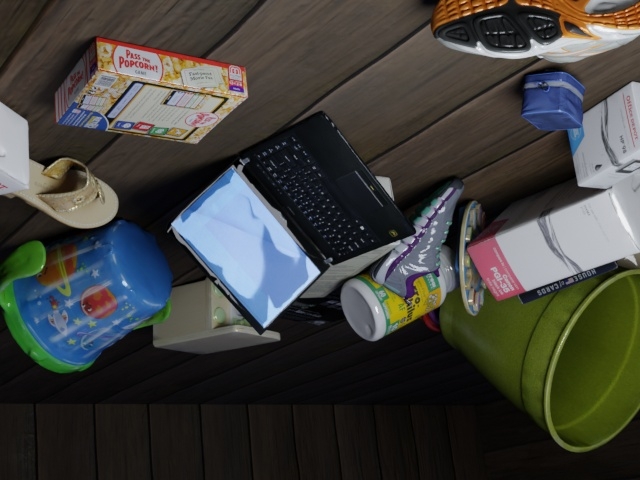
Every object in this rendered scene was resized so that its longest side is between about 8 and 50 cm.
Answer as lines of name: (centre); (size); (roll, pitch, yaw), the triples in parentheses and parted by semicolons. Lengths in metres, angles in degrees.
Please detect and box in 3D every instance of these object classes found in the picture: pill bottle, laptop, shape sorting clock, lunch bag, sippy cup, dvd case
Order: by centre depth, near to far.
lunch bag: (0.312, -0.192, 1.311); (0.067, 0.065, 0.098); (0, 169, 33)
laptop: (-0.043, -0.018, 1.417); (0.264, 0.137, 0.234); (-22, 118, 37)
sippy cup: (-0.384, 0.080, 1.666); (0.224, 0.240, 0.305); (-25, -173, 21)
pill bottle: (0.149, 0.086, 1.735); (0.208, 0.118, 0.117); (-25, 170, -26)
shape sorting clock: (0.277, 0.031, 1.744); (0.040, 0.206, 0.206); (-4, 163, 19)
dvd case: (0.451, 0.022, 1.788); (0.179, 0.030, 0.239); (-25, -164, 23)

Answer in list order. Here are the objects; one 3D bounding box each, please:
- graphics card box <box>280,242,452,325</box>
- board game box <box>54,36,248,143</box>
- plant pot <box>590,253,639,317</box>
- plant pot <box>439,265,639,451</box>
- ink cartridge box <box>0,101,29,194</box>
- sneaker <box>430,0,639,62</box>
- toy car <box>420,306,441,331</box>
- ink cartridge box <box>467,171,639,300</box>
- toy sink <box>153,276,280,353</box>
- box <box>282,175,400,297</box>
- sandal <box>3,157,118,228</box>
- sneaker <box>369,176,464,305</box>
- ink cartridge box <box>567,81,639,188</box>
graphics card box: (0.061, 0.078, 1.981); (0.370, 0.094, 0.232); (-22, 155, 36)
board game box: (-0.209, -0.178, 1.199); (0.193, 0.045, 0.146); (6, 158, -34)
plant pot: (0.658, 0.086, 2.067); (0.284, 0.191, 0.284); (-7, 162, -2)
plant pot: (0.437, 0.176, 1.941); (0.366, 0.367, 0.353); (10, -170, -41)
ink cartridge box: (-0.505, -0.113, 1.201); (0.237, 0.100, 0.172); (-10, 161, 14)
sneaker: (0.252, -0.238, 1.110); (0.262, 0.099, 0.121); (-4, 166, -5)
toy car: (0.265, 0.129, 2.137); (0.159, 0.136, 0.182); (0, 161, -18)
ink cartridge box: (0.419, -0.025, 1.632); (0.283, 0.117, 0.207); (-24, -172, 42)
toy sink: (-0.218, 0.154, 2.058); (0.234, 0.131, 0.152); (-14, 161, 34)
box: (0.000, 0.000, 1.683); (0.148, 0.121, 0.311); (2, 160, -25)
sandal: (-0.362, -0.079, 1.376); (0.079, 0.088, 0.240); (-14, 156, 39)
sneaker: (0.184, 0.001, 1.642); (0.224, 0.098, 0.083); (-51, -173, 7)
ink cartridge box: (0.441, -0.156, 1.399); (0.060, 0.104, 0.180); (4, 158, -26)
